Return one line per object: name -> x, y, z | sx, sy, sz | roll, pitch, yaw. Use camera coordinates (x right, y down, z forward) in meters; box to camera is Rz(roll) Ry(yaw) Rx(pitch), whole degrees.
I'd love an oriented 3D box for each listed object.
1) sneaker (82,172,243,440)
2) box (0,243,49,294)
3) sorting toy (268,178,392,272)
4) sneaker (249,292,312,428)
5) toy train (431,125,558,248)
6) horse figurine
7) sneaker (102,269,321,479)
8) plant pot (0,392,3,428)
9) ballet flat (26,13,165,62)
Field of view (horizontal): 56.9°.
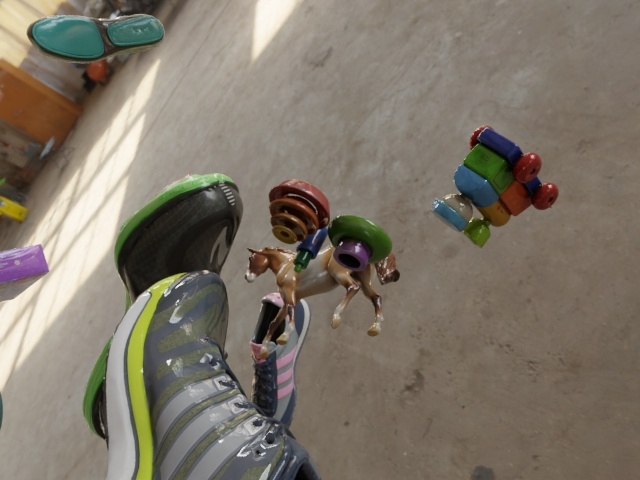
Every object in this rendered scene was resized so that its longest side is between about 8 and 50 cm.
sneaker -> -0.187, 0.126, 0.822 | 0.202, 0.185, 0.483 | 36, 121, 26
box -> -0.645, 0.086, 1.087 | 0.293, 0.200, 0.057 | -22, 85, 48
sorting toy -> 0.000, 0.000, 0.434 | 0.061, 0.101, 0.042 | -38, 22, 58
sneaker -> -0.112, 0.261, 1.220 | 0.112, 0.131, 0.319 | 1, 76, 31
toy train -> 0.264, -0.046, 0.869 | 0.143, 0.248, 0.105 | -49, 49, 6
horse figurine -> 0.002, 0.059, 0.802 | 0.263, 0.066, 0.175 | -19, 44, 29
sneaker -> -0.062, 0.132, 0.364 | 0.121, 0.111, 0.300 | -15, 43, 5
plant pot -> -0.531, 0.238, 0.693 | 0.272, 0.271, 0.255 | -56, 0, 4
ballet flat -> -0.270, -0.241, 0.718 | 0.052, 0.168, 0.057 | -8, 97, 52
